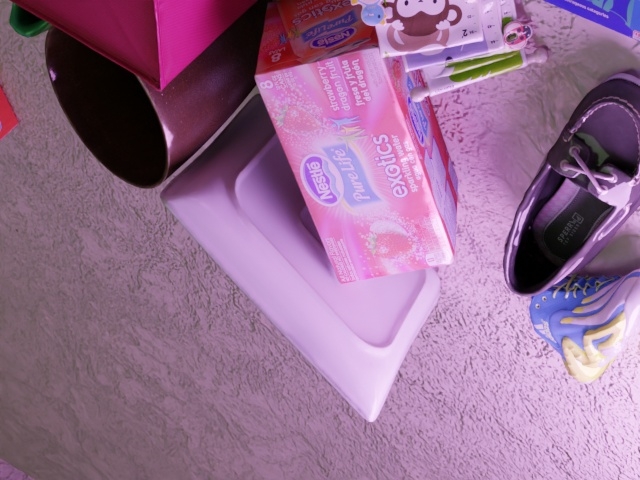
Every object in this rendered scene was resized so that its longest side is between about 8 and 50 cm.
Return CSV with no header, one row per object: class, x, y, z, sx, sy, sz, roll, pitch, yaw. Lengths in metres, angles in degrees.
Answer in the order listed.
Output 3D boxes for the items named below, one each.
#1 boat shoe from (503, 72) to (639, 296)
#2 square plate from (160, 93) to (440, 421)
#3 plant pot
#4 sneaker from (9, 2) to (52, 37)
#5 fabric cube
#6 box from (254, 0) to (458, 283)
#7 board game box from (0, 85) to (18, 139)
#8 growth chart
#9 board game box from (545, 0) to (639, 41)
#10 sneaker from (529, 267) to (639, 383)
boat shoe,0.276,-0.043,1.853,0.112,0.095,0.335,37,150,11
square plate,0.000,0.000,2.054,0.049,0.344,0.347,-39,98,29
plant pot,-0.159,-0.208,2.019,0.215,0.230,0.215,37,146,30
sneaker,-0.337,-0.353,2.170,0.109,0.123,0.295,35,149,15
fabric cube,-0.183,-0.366,1.837,0.254,0.258,0.259,31,148,19
box,0.046,-0.117,1.930,0.142,0.154,0.300,-12,128,15
board game box,-0.608,-0.300,2.622,0.242,0.064,0.317,17,141,38
growth chart,0.118,-0.248,1.749,0.021,0.172,0.237,-111,-1,-57
board game box,0.248,-0.299,1.612,0.160,0.047,0.210,27,146,26
sneaker,0.297,0.077,1.986,0.126,0.091,0.240,38,151,10
